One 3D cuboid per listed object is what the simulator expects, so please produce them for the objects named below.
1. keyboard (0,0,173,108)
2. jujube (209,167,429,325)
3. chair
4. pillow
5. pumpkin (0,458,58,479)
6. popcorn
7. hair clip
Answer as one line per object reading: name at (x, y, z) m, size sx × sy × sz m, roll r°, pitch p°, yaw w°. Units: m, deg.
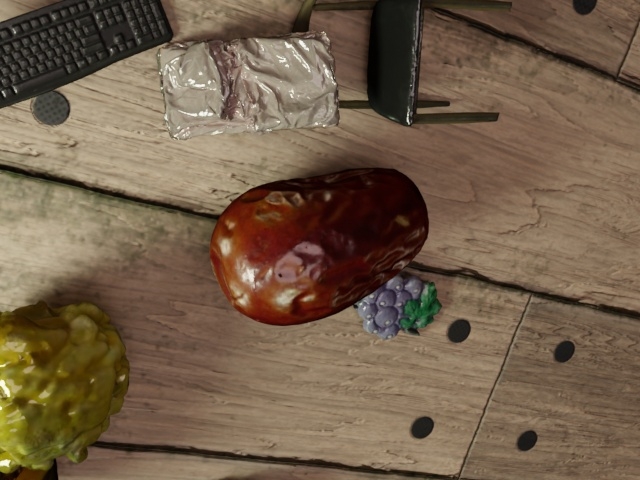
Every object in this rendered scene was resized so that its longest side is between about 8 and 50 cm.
keyboard at (-0.371, -0.233, 0.873) m, size 0.381 × 0.041 × 0.104 m, roll -27°, pitch 114°, yaw -15°
jujube at (0.000, 0.000, 1.005) m, size 0.317 × 0.223 × 0.223 m, roll -21°, pitch 114°, yaw -23°
chair at (0.107, -0.255, 0.981) m, size 0.272 × 0.166 × 0.188 m, roll -4°, pitch 109°, yaw -18°
pillow at (-0.100, -0.210, 0.950) m, size 0.248 × 0.049 × 0.135 m, roll -3°, pitch 103°, yaw 4°
pumpkin at (-0.501, 0.352, 0.911) m, size 0.221 × 0.317 × 0.139 m, roll 22°, pitch 111°, yaw 8°
popcorn at (-0.386, 0.185, 0.943) m, size 0.249 × 0.225 × 0.250 m, roll -11°, pitch 109°, yaw -34°
hair clip at (0.124, 0.109, 1.184) m, size 0.195 × 0.052 × 0.124 m, roll 12°, pitch 113°, yaw -31°
